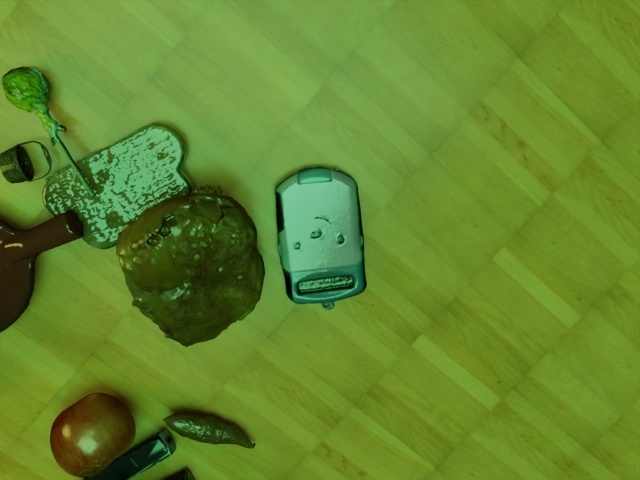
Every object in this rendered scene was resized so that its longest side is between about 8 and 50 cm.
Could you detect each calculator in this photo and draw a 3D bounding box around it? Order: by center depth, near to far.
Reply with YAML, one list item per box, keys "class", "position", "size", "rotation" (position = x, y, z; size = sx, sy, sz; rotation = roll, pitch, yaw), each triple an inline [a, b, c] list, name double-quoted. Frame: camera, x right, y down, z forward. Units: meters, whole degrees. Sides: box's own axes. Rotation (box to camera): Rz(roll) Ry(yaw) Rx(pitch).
- class: "calculator"
  position: [0.000, 0.000, 1.365]
  size: [0.173, 0.051, 0.293]
  rotation: [-8, 105, -6]

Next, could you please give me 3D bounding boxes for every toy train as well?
- class: "toy train"
  position: [-0.419, 0.477, 1.446]
  size: [0.252, 0.048, 0.055]
  rotation: [-31, 96, 8]

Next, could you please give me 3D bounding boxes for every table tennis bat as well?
- class: "table tennis bat"
  position: [-0.630, 0.045, 1.281]
  size: [0.414, 0.051, 0.268]
  rotation: [-22, 105, 9]

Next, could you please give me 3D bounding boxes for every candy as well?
- class: "candy"
  position: [-0.472, -0.191, 1.231]
  size: [0.077, 0.073, 0.262]
  rotation: [-32, 94, -21]

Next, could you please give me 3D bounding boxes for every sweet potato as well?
- class: "sweet potato"
  position: [-0.230, 0.395, 1.442]
  size: [0.206, 0.060, 0.068]
  rotation: [20, 139, -12]

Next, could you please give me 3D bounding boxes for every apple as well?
- class: "apple"
  position: [-0.448, 0.379, 1.361]
  size: [0.163, 0.163, 0.139]
  rotation: [-38, 88, 4]

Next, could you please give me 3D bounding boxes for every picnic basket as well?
- class: "picnic basket"
  position: [-0.533, -0.143, 1.259]
  size: [0.083, 0.072, 0.072]
  rotation: [-17, 106, -1]

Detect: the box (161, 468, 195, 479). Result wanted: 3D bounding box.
- class: "box"
  position: [-0.357, 0.584, 1.468]
  size: [0.224, 0.069, 0.120]
  rotation: [-26, 107, 0]

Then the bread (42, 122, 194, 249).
- class: "bread"
  position: [-0.362, -0.085, 1.298]
  size: [0.286, 0.056, 0.207]
  rotation: [-23, 105, 3]

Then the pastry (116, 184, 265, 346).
- class: "pastry"
  position: [-0.236, 0.039, 1.271]
  size: [0.255, 0.162, 0.311]
  rotation: [-16, 131, -18]
